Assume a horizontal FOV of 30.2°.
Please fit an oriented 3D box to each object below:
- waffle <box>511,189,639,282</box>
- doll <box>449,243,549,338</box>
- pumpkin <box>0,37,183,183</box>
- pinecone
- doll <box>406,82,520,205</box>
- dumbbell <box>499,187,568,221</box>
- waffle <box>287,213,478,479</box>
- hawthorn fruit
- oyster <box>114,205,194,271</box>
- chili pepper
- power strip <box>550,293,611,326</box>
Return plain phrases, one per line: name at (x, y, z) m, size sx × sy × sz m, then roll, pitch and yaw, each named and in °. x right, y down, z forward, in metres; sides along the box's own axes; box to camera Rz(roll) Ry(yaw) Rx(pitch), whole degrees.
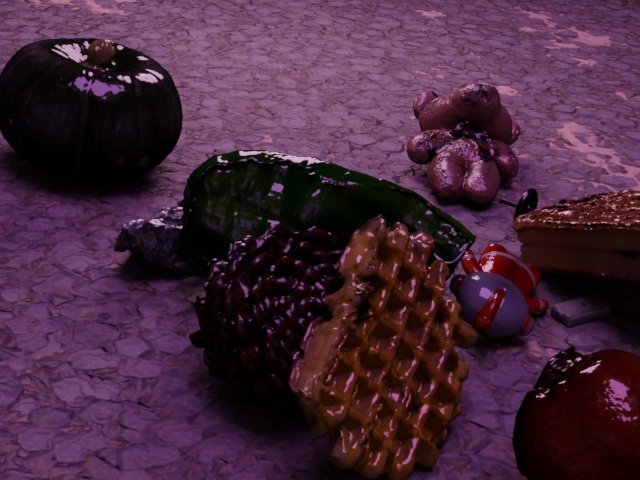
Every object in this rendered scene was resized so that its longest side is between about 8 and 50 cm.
waffle at (0.436, -0.011, 1.656) m, size 0.212 × 0.091 × 0.308 m, roll -14°, pitch 8°, yaw -26°
doll at (0.239, 0.071, 1.588) m, size 0.142 × 0.076 × 0.245 m, roll 31°, pitch 27°, yaw 6°
pumpkin at (-0.361, -0.215, 1.881) m, size 0.300 × 0.207 × 0.300 m, roll 14°, pitch 23°, yaw -6°
pinecone at (-0.049, 0.085, 1.359) m, size 0.221 × 0.222 × 0.221 m, roll 5°, pitch 26°, yaw -3°
doll at (0.254, -0.177, 2.016) m, size 0.201 × 0.156 × 0.303 m, roll 13°, pitch 31°, yaw -2°
dumbbell at (0.345, -0.040, 1.848) m, size 0.147 × 0.069 × 0.069 m, roll 22°, pitch 30°, yaw 28°
waffle at (0.068, 0.115, 1.282) m, size 0.065 × 0.283 × 0.309 m, roll -13°, pitch -4°, yaw 38°
hawthorn fruit at (0.318, 0.223, 1.219) m, size 0.251 × 0.190 × 0.189 m, roll 39°, pitch 37°, yaw 17°
oyster at (-0.185, -0.014, 1.685) m, size 0.252 × 0.087 × 0.199 m, roll 8°, pitch 24°, yaw -25°
chili pepper at (-0.001, 0.004, 1.544) m, size 0.384 × 0.213 × 0.167 m, roll 16°, pitch 5°, yaw 4°
power strip at (0.359, 0.096, 1.635) m, size 0.090 × 0.016 × 0.040 m, roll -11°, pitch 32°, yaw -31°
